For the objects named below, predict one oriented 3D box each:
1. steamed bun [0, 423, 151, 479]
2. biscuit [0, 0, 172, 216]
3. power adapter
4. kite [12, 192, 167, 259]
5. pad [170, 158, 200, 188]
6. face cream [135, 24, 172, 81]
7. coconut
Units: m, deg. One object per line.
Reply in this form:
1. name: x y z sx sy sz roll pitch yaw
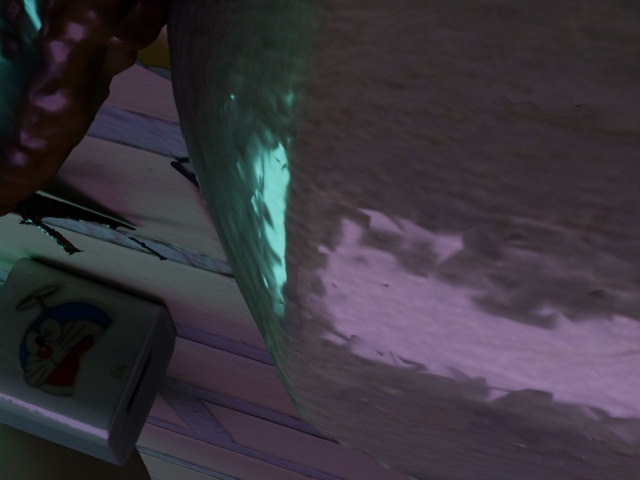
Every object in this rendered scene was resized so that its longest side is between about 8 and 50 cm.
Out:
1. steamed bun: -0.383 0.207 1.536 0.456 0.290 0.371 24 171 29
2. biscuit: -0.143 -0.156 0.422 0.289 0.081 0.334 48 143 2
3. power adapter: -0.242 0.092 1.301 0.204 0.130 0.125 18 161 7
4. kite: -0.206 -0.020 1.046 0.183 0.010 0.160 9 -165 -44
5. pad: 0.000 0.000 0.974 0.116 0.004 0.193 7 157 37
6. face cream: 0.028 -0.076 0.574 0.348 0.105 0.105 25 161 -12
7. coconut: 0.083 -0.043 0.413 0.265 0.237 0.237 12 160 13
